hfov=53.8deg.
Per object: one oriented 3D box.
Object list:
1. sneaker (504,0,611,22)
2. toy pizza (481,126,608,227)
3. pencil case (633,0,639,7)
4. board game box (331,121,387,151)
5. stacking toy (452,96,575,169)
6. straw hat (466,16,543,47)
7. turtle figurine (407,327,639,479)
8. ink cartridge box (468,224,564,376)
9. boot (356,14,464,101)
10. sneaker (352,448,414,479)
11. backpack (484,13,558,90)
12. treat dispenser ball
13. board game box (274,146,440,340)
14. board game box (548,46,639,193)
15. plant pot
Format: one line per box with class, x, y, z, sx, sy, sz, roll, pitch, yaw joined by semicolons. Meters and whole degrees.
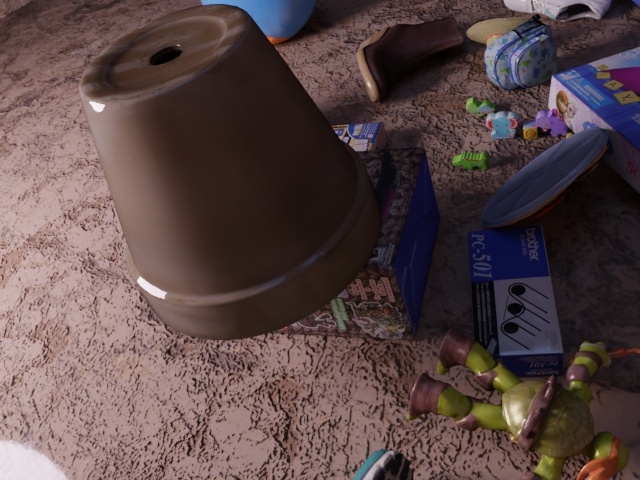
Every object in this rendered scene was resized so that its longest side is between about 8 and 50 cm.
sneaker;0.463;-0.473;1.258;0.212;0.080;0.094;11;62;31
toy pizza;0.307;-0.078;0.861;0.201;0.032;0.201;-41;5;5
pencil case;0.624;-0.492;1.169;0.133;0.119;0.306;9;40;-12
board game box;0.007;-0.145;1.118;0.193;0.045;0.147;1;46;25
stacking toy;0.333;-0.190;1.020;0.221;0.052;0.167;-1;45;24
straw hat;0.348;-0.366;1.192;0.144;0.144;0.061;-1;86;23
turtle figurine;0.199;0.183;0.616;0.217;0.087;0.270;21;65;28
ink cartridge box;0.237;0.071;0.783;0.097;0.046;0.207;-6;43;16
boot;0.181;-0.374;1.254;0.206;0.090;0.248;-13;38;14
sneaker;-0.012;0.305;0.603;0.275;0.107;0.110;-44;36;-24
backpack;0.354;-0.319;1.110;0.114;0.105;0.084;-25;39;5
treat dispenser ball;-0.148;-0.612;1.507;0.288;0.288;0.288;-12;41;11
board game box;0.000;0.000;0.890;0.290;0.141;0.232;-1;45;23
board game box;0.539;-0.172;0.856;0.317;0.066;0.319;-19;46;-6
plant pot;-0.116;-0.095;0.723;0.323;0.280;0.323;-12;43;11
